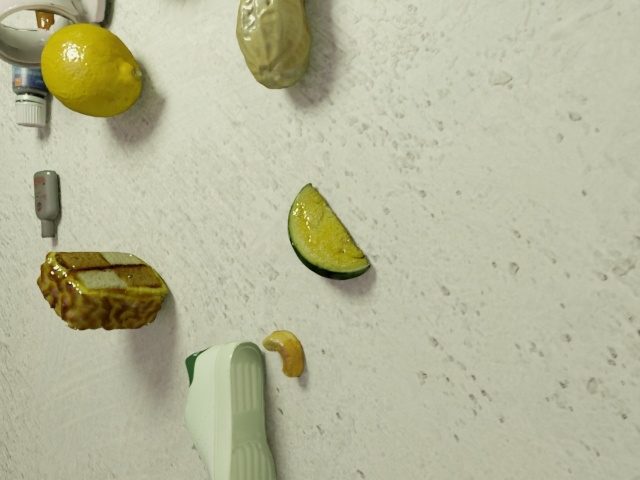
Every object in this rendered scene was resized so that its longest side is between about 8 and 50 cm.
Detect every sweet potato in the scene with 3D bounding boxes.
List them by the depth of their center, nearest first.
[{"bbox_3d":[-0.670,-0.563,1.391,0.056,0.056,0.195,-6,99,35],"label":"sweet potato"}]

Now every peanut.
[{"bbox_3d":[-0.078,-0.397,0.940,0.130,0.130,0.291,-2,88,35],"label":"peanut"}]

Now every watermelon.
[{"bbox_3d":[-0.003,0.006,0.954,0.092,0.075,0.182,-32,69,-15],"label":"watermelon"}]

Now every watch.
[{"bbox_3d":[-0.609,-0.507,1.249,0.244,0.231,0.196,-36,69,34],"label":"watch"}]

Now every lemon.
[{"bbox_3d":[-0.469,-0.347,1.180,0.244,0.186,0.187,21,104,22],"label":"lemon"}]

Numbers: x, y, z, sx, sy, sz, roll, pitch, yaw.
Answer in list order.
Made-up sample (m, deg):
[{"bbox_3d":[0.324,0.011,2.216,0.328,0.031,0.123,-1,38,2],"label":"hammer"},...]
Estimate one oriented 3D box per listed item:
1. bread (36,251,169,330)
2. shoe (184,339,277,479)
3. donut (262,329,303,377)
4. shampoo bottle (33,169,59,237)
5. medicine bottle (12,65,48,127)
[{"bbox_3d":[-0.431,0.095,1.145,0.181,0.222,0.096,40,112,32],"label":"bread"},{"bbox_3d":[-0.179,0.366,1.032,0.160,0.131,0.363,-10,81,34],"label":"shoe"},{"bbox_3d":[-0.065,0.200,1.000,0.067,0.037,0.084,-10,84,32],"label":"donut"},{"bbox_3d":[-0.682,-0.090,1.426,0.079,0.040,0.165,-4,88,34],"label":"shampoo bottle"},{"bbox_3d":[-0.717,-0.385,1.418,0.083,0.083,0.203,5,95,35],"label":"medicine bottle"}]
